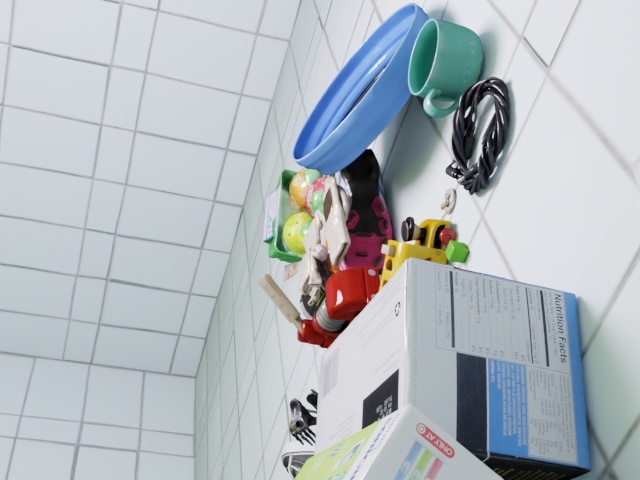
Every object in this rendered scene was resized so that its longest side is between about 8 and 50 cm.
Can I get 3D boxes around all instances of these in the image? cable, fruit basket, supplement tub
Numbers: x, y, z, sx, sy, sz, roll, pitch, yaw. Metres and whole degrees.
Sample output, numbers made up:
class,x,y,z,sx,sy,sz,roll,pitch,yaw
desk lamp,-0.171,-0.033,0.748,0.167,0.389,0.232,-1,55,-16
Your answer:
class,x,y,z,sx,sy,sz,roll,pitch,yaw
cable,0.248,-0.168,1.346,0.150,0.047,0.184,-107,31,-60
fruit basket,-0.019,-0.091,2.091,0.353,0.165,0.327,134,143,-60
supplement tub,0.034,0.100,1.843,0.190,0.117,0.117,119,156,-51

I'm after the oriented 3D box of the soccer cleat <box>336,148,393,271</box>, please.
class,x,y,z,sx,sy,sz,roll,pitch,yaw
soccer cleat,0.091,-0.039,1.783,0.143,0.116,0.331,85,-176,-59

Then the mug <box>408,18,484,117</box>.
class,x,y,z,sx,sy,sz,roll,pitch,yaw
mug,0.215,-0.289,1.451,0.129,0.097,0.157,-130,50,-71

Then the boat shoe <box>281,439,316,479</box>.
class,x,y,z,sx,sy,sz,roll,pitch,yaw
boat shoe,-0.014,0.486,1.777,0.306,0.113,0.105,-29,37,60

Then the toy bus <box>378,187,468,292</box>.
class,x,y,z,sx,sy,sz,roll,pitch,yaw
toy bus,0.157,0.030,1.445,0.191,0.104,0.202,114,159,-43

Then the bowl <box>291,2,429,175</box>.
class,x,y,z,sx,sy,sz,roll,pitch,yaw
bowl,0.090,-0.294,1.700,0.391,0.077,0.391,-49,15,18

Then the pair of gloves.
class,x,y,z,sx,sy,sz,roll,pitch,yaw
pair of gloves,0.000,0.000,1.735,0.240,0.042,0.204,119,157,-48

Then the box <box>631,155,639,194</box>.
class,x,y,z,sx,sy,sz,roll,pitch,yaw
box,0.372,-0.028,0.780,0.159,0.044,0.233,118,157,-51

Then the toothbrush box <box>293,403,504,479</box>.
class,x,y,z,sx,sy,sz,roll,pitch,yaw
toothbrush box,0.082,0.312,0.897,0.122,0.206,0.283,-51,1,-32

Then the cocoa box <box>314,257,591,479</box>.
class,x,y,z,sx,sy,sz,roll,pitch,yaw
cocoa box,0.150,0.212,1.094,0.347,0.228,0.231,123,155,-57

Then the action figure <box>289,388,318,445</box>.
class,x,y,z,sx,sy,sz,roll,pitch,yaw
action figure,0.064,0.289,1.512,0.164,0.276,0.141,-38,78,34

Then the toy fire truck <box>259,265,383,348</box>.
class,x,y,z,sx,sy,sz,roll,pitch,yaw
toy fire truck,0.015,0.125,1.632,0.217,0.246,0.158,116,157,-47
